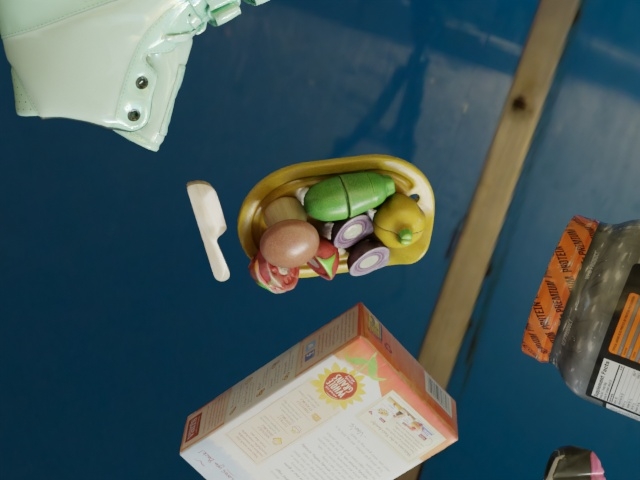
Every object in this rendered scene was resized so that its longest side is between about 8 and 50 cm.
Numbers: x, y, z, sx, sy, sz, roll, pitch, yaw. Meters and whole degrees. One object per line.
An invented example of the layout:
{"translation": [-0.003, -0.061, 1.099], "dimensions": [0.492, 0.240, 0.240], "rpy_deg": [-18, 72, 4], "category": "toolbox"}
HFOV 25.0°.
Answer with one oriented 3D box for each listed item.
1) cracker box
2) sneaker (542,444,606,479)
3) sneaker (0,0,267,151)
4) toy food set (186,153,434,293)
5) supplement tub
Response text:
{"translation": [-0.002, 0.186, 1.431], "dimensions": [0.155, 0.232, 0.067], "rpy_deg": [47, -159, -22], "category": "cracker box"}
{"translation": [0.218, 0.282, 1.381], "dimensions": [0.072, 0.077, 0.178], "rpy_deg": [9, -89, -27], "category": "sneaker"}
{"translation": [-0.074, -0.135, 0.903], "dimensions": [0.256, 0.094, 0.151], "rpy_deg": [-4, -78, -11], "category": "sneaker"}
{"translation": [0.000, 0.000, 1.266], "dimensions": [0.218, 0.128, 0.071], "rpy_deg": [-8, -141, -6], "category": "toy food set"}
{"translation": [0.371, 0.099, 1.417], "dimensions": [0.316, 0.193, 0.193], "rpy_deg": [22, -120, 15], "category": "supplement tub"}
